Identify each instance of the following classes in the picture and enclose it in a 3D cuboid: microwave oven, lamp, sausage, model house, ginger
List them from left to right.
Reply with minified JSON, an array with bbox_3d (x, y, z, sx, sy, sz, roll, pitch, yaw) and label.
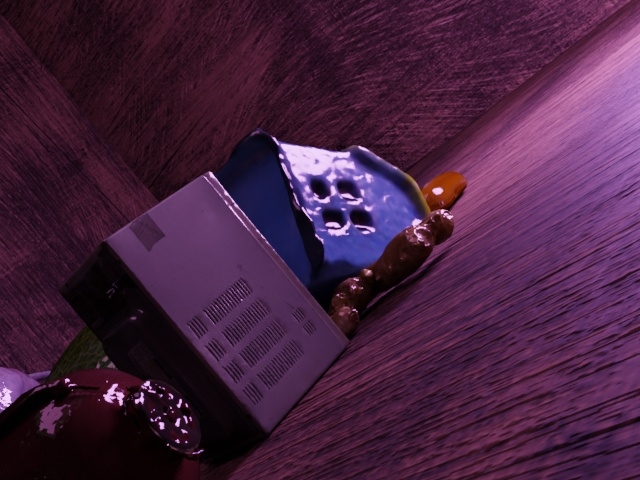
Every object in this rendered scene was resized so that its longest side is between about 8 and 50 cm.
[{"bbox_3d":[-0.219,0.212,0.705,0.258,0.180,0.180,-38,3,15],"label":"lamp"},{"bbox_3d":[-0.125,0.085,0.859,0.194,0.240,0.145,-42,4,-41],"label":"microwave oven"},{"bbox_3d":[0.000,0.000,1.138,0.303,0.215,0.237,2,-30,-43],"label":"model house"},{"bbox_3d":[0.065,0.045,0.969,0.193,0.052,0.176,-43,4,-35],"label":"ginger"},{"bbox_3d":[0.189,-0.074,1.286,0.062,0.054,0.183,-5,19,30],"label":"sausage"}]

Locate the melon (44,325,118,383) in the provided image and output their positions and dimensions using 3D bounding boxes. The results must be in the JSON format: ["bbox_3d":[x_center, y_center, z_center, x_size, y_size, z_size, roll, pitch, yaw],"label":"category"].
[{"bbox_3d":[-0.267,0.243,1.070,0.344,0.226,0.331,-39,46,1],"label":"melon"}]

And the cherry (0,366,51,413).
[{"bbox_3d":[-0.537,0.344,1.246,0.326,0.292,0.334,-61,24,29],"label":"cherry"}]
